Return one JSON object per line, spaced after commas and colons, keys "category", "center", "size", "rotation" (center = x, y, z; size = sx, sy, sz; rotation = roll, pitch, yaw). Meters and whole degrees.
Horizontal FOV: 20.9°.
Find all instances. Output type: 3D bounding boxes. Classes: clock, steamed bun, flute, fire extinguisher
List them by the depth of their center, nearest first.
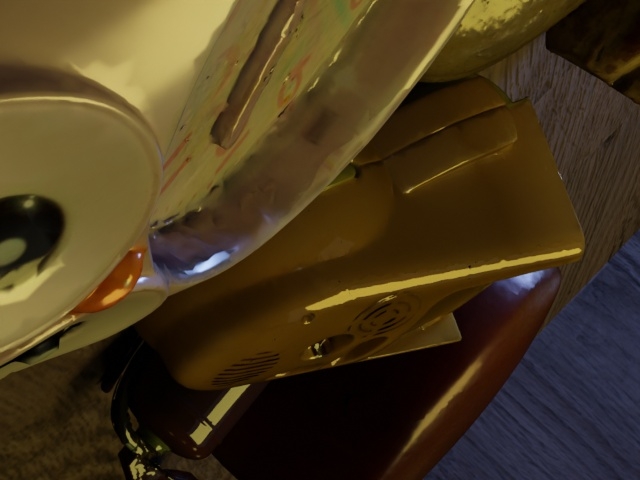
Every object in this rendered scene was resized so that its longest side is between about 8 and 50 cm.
{"category": "clock", "center": [-0.101, -0.124, 0.617], "size": [0.377, 0.250, 0.368], "rotation": [-49, 168, -21]}
{"category": "clock", "center": [0.000, 0.000, 1.284], "size": [0.317, 0.200, 0.244], "rotation": [-18, 164, -35]}
{"category": "flute", "center": [-0.123, 0.032, 1.431], "size": [0.014, 0.014, 0.269], "rotation": [-27, 155, -55]}
{"category": "fire extinguisher", "center": [-0.063, 0.086, 1.493], "size": [0.341, 0.105, 0.141], "rotation": [-50, 127, -14]}
{"category": "steamed bun", "center": [0.044, 0.115, 1.680], "size": [0.379, 0.235, 0.248], "rotation": [-51, 171, 15]}

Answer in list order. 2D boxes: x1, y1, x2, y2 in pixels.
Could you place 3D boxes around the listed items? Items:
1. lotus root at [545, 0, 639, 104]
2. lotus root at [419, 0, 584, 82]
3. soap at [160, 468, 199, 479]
{"category": "lotus root", "center": [0.361, -0.264, 1.730], "size": [0.291, 0.193, 0.193], "rotation": [-53, 165, 21]}
{"category": "lotus root", "center": [0.119, -0.205, 1.230], "size": [0.342, 0.151, 0.169], "rotation": [-41, 166, -21]}
{"category": "soap", "center": [-0.109, 0.427, 1.823], "size": [0.128, 0.359, 0.233], "rotation": [-30, 157, -42]}
